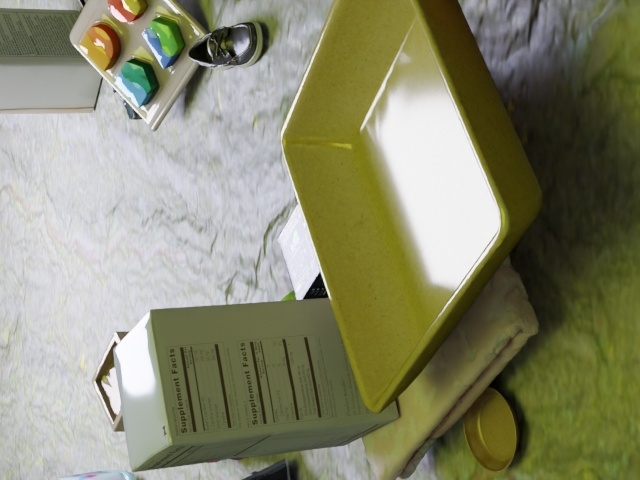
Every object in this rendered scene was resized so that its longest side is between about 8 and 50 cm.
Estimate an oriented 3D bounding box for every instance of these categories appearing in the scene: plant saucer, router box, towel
[{"bbox_3d":[0.168,0.181,1.205,0.083,0.015,0.083,12,104,59],"label":"plant saucer"},{"bbox_3d":[0.000,0.000,1.348,0.122,0.038,0.092,-57,43,48],"label":"router box"},{"bbox_3d":[0.083,0.037,1.286,0.317,0.053,0.332,-61,41,46],"label":"towel"},{"bbox_3d":[0.080,-0.062,1.119,0.332,0.081,0.333,116,142,-53],"label":"plant saucer"}]

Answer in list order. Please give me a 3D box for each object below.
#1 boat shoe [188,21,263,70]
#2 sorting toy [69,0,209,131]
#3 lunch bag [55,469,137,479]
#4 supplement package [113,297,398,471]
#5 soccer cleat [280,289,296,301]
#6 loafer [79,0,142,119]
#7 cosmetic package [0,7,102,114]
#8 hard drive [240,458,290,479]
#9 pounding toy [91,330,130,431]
[{"bbox_3d":[-0.123,-0.247,1.615,0.152,0.049,0.056,-13,82,60],"label":"boat shoe"},{"bbox_3d":[-0.263,-0.284,1.769,0.208,0.038,0.193,49,130,10],"label":"sorting toy"},{"bbox_3d":[-0.355,0.523,2.071,0.224,0.108,0.279,-18,80,54],"label":"lunch bag"},{"bbox_3d":[-0.068,0.143,1.265,0.139,0.244,0.134,-40,57,57],"label":"supplement package"},{"bbox_3d":[-0.007,0.141,1.469,0.060,0.072,0.179,-7,108,22],"label":"soccer cleat"},{"bbox_3d":[-0.323,-0.305,1.884,0.096,0.084,0.267,-12,94,63],"label":"loafer"},{"bbox_3d":[-0.530,-0.296,2.056,0.160,0.309,0.113,60,142,37],"label":"cosmetic package"},{"bbox_3d":[-0.144,0.367,1.628,0.054,0.172,0.254,61,145,12],"label":"hard drive"},{"bbox_3d":[-0.284,0.222,1.938,0.141,0.100,0.130,-61,44,29],"label":"pounding toy"}]
